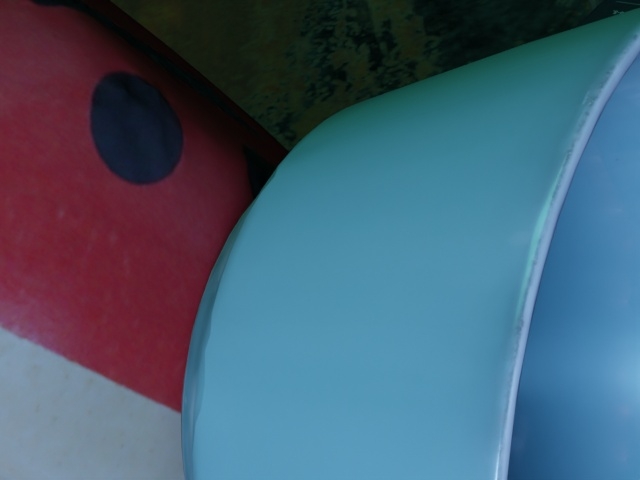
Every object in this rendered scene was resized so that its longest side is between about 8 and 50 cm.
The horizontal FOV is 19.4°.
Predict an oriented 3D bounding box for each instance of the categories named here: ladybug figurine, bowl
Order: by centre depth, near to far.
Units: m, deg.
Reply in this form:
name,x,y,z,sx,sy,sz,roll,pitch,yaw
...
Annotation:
name,x,y,z,sx,sy,sz,roll,pitch,yaw
bowl,0.064,0.061,0.695,0.163,0.312,0.311,7,44,32
ladybug figurine,-0.107,-0.008,0.804,0.305,0.449,0.162,44,95,15

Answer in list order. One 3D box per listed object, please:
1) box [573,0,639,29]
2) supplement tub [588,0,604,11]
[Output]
name,x,y,z,sx,sy,sz,roll,pitch,yaw
box,0.179,-0.034,0.907,0.108,0.153,0.207,18,50,44
supplement tub,0.305,-0.207,1.035,0.316,0.194,0.194,-10,36,18
